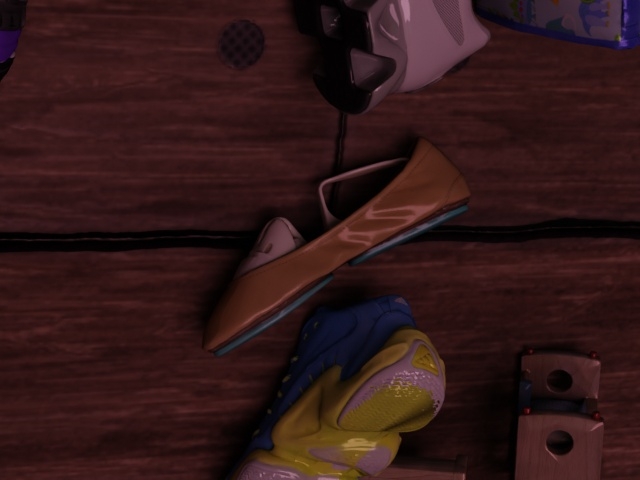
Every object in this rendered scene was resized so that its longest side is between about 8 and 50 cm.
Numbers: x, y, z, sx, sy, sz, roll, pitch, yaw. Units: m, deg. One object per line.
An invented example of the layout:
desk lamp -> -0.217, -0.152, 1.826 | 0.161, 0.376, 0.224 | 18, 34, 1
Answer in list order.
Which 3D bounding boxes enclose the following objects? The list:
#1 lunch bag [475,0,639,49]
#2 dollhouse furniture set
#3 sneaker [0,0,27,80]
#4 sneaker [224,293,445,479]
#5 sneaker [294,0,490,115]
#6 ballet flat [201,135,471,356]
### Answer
lunch bag -> 0.177, -0.210, 1.148 | 0.096, 0.151, 0.129 | -13, 112, -19
dollhouse furniture set -> 0.127, 0.164, 1.302 | 0.184, 0.129, 0.129 | 3, 109, 7
sneaker -> -0.320, -0.138, 0.985 | 0.293, 0.102, 0.146 | 13, 104, -27
sneaker -> 0.004, 0.130, 1.241 | 0.091, 0.126, 0.240 | 30, 125, -30
sneaker -> 0.049, -0.261, 1.103 | 0.146, 0.122, 0.330 | -22, 122, -25
ballet flat -> 0.000, 0.000, 1.205 | 0.232, 0.080, 0.073 | -31, 90, -13
